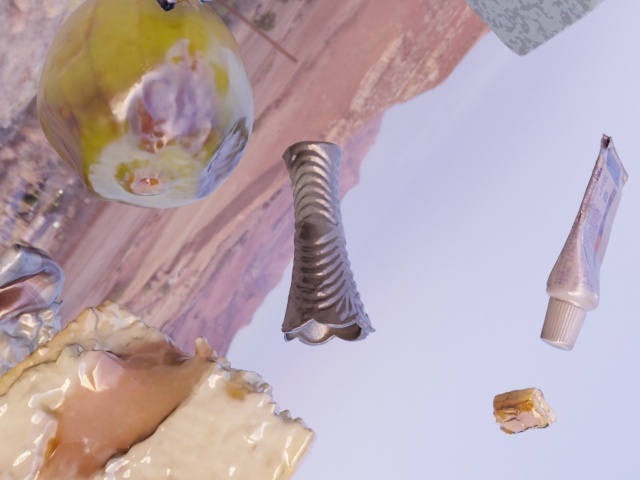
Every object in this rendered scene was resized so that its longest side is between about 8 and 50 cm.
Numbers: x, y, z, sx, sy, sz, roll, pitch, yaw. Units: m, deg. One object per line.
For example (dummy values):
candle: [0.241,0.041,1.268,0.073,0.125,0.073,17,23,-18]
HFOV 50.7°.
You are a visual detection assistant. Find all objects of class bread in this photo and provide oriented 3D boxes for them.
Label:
bread: [-0.136,0.171,0.483,0.224,0.184,0.211,-48,170,-14]
bread: [0.331,0.283,1.120,0.053,0.072,0.106,-26,173,-34]

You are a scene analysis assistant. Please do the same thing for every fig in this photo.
fig: [-0.191,-0.175,0.769,0.239,0.240,0.271,128,-32,-51]

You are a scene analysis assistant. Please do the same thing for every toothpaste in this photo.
toothpaste: [0.346,0.007,0.878,0.099,0.069,0.282,69,42,-70]

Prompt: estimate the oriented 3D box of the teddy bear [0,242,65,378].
teddy bear: [-0.394,0.161,0.607,0.327,0.376,0.362,-21,115,-57]

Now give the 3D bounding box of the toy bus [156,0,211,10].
toy bus: [-0.047,-0.342,0.623,0.275,0.138,0.167,-34,-175,-29]

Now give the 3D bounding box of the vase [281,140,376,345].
vase: [0.000,0.000,0.814,0.115,0.116,0.237,130,-40,-63]

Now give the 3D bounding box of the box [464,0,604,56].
box: [0.251,-0.310,0.734,0.130,0.162,0.227,-46,-174,-6]
